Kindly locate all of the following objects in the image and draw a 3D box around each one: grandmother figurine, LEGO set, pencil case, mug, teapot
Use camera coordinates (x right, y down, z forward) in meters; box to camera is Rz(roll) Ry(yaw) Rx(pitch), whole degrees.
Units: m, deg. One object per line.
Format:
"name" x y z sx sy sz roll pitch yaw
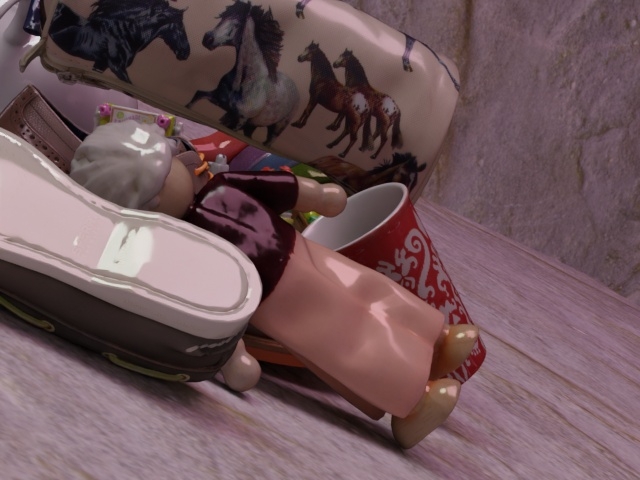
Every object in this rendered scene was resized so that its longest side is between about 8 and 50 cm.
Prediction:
"grandmother figurine" -0.044 0.027 1.370 0.342 0.104 0.208 36 39 -14
"LEGO set" -0.109 -0.057 1.586 0.287 0.107 0.132 9 8 -1
"pencil case" -0.063 -0.158 1.633 0.410 0.183 0.160 24 0 -13
"mug" 0.053 0.053 1.577 0.169 0.150 0.113 58 41 -18
"teapot" -0.282 -0.170 1.795 0.252 0.187 0.256 22 9 -32

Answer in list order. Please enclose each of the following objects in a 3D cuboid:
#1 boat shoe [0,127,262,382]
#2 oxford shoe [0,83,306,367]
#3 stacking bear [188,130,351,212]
"boat shoe" -0.192 0.006 1.223 0.305 0.091 0.109 25 44 0
"oxford shoe" -0.104 -0.004 1.442 0.363 0.133 0.130 25 7 -20
"stacking bear" 0.000 0.000 1.762 0.289 0.175 0.164 46 -10 40
